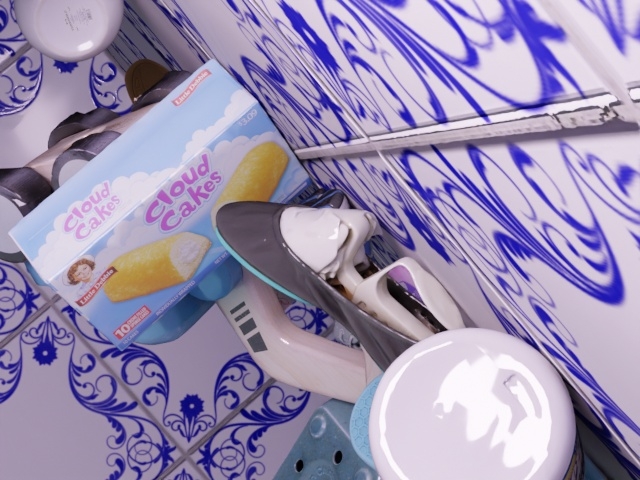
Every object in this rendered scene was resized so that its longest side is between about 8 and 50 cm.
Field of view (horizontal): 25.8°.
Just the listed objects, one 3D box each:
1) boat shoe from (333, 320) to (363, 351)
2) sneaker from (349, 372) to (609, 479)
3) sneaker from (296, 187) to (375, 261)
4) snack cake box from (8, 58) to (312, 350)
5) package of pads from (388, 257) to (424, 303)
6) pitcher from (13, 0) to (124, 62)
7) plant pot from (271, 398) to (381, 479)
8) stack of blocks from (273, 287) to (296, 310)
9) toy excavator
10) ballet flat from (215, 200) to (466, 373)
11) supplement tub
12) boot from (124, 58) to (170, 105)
[{"bbox_3d":[0.054,0.103,1.762,0.079,0.081,0.227,52,175,-40],"label":"boat shoe"},{"bbox_3d":[0.195,0.232,1.289,0.319,0.127,0.208,32,-179,42],"label":"sneaker"},{"bbox_3d":[0.000,0.000,1.362,0.081,0.080,0.211,53,177,-8],"label":"sneaker"},{"bbox_3d":[-0.154,-0.034,1.383,0.089,0.264,0.152,46,175,36],"label":"snack cake box"},{"bbox_3d":[0.081,0.061,1.260,0.083,0.050,0.032,49,176,-1],"label":"package of pads"},{"bbox_3d":[-0.307,-0.310,1.639,0.207,0.125,0.177,-114,3,-62],"label":"pitcher"},{"bbox_3d":[0.082,0.314,1.657,0.252,0.247,0.248,20,-163,-39],"label":"plant pot"},{"bbox_3d":[-0.081,0.040,2.022,0.087,0.171,0.297,50,176,-9],"label":"stack of blocks"},{"bbox_3d":[-0.122,0.039,1.626,0.445,0.433,0.222,62,-143,-17],"label":"toy excavator"},{"bbox_3d":[0.037,0.033,1.194,0.280,0.096,0.095,39,-148,10],"label":"ballet flat"},{"bbox_3d":[0.122,0.158,1.040,0.144,0.144,0.199,47,176,24],"label":"supplement tub"},{"bbox_3d":[-0.198,-0.167,2.031,0.213,0.077,0.165,46,178,-1],"label":"boot"}]
